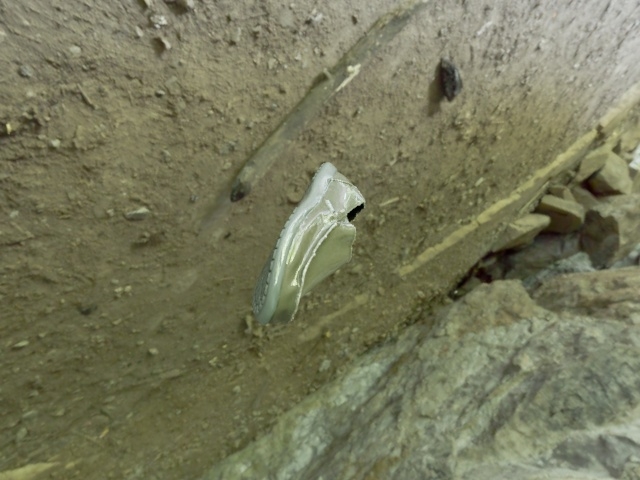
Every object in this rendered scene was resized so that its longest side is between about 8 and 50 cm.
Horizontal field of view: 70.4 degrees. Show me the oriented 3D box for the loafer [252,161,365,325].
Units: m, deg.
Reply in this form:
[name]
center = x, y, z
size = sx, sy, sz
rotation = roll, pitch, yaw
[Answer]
[loafer]
center = 0.000, 0.000, 0.523
size = 0.094, 0.087, 0.251
rotation = -58, -175, 46
